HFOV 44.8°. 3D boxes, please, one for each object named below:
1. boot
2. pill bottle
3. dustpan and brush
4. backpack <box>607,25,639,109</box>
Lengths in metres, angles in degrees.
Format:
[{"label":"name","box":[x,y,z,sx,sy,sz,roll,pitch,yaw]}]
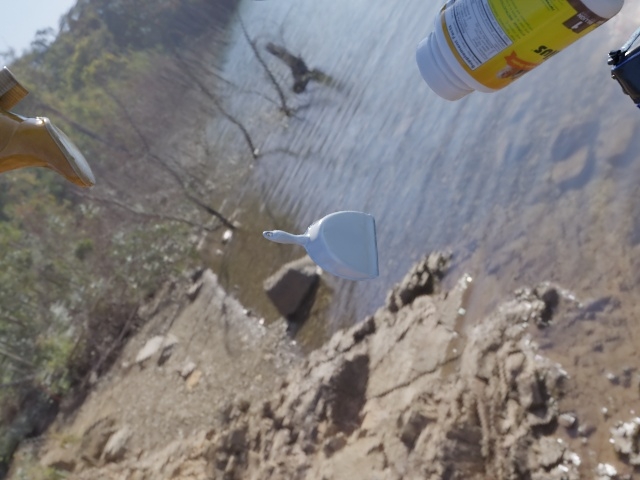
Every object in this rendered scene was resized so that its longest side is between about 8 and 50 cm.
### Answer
[{"label":"boot","box":[-0.542,-0.139,1.327,0.211,0.295,0.104,-42,-15,-4]},{"label":"pill bottle","box":[0.207,-0.240,0.845,0.215,0.117,0.117,-30,33,44]},{"label":"dustpan and brush","box":[0.000,0.000,1.446,0.060,0.211,0.147,-46,37,48]},{"label":"backpack","box":[0.518,-0.279,1.125,0.158,0.117,0.173,-31,10,42]}]
